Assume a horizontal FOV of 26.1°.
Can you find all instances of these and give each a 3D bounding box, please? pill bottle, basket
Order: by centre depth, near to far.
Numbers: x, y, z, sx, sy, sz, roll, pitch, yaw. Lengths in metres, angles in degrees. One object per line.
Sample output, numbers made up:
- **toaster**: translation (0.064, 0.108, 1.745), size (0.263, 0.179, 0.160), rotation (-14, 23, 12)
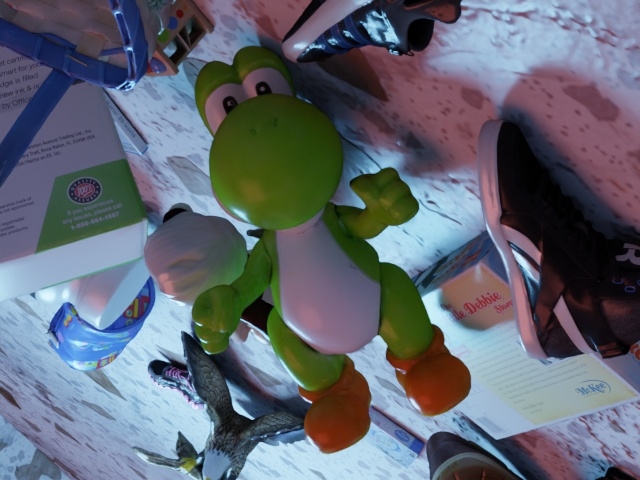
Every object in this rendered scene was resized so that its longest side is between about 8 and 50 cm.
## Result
- **basket**: translation (-0.228, -0.201, 0.999), size (0.201, 0.289, 0.255), rotation (25, 157, 27)
- **pill bottle**: translation (-0.349, -0.020, 1.735), size (0.278, 0.162, 0.162), rotation (35, 159, 6)

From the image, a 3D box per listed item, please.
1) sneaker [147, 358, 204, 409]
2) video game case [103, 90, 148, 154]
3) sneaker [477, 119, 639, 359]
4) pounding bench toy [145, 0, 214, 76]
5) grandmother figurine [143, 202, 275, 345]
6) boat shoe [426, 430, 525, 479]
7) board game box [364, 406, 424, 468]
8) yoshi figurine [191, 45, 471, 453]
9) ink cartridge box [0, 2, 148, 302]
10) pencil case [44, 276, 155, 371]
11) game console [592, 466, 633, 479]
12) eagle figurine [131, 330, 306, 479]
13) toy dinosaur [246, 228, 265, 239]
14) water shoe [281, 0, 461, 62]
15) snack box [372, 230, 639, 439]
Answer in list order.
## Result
- **sneaker**: translation (-0.223, 0.220, 2.213), size (0.119, 0.047, 0.057), rotation (30, 143, 8)
- **video game case**: translation (-0.273, -0.162, 1.528), size (0.119, 0.015, 0.166), rotation (14, 150, 45)
- **sneaker**: translation (0.201, -0.005, 1.070), size (0.121, 0.079, 0.217), rotation (-5, 123, 24)
- **pounding bench toy**: translation (-0.150, -0.191, 1.210), size (0.052, 0.065, 0.083), rotation (6, 143, 52)
- **grandmother figurine**: translation (-0.094, 0.043, 1.391), size (0.208, 0.104, 0.342), rotation (35, 178, 15)
- **boat shoe**: translation (0.243, 0.351, 1.697), size (0.342, 0.123, 0.123), rotation (42, -172, -27)
- **board game box**: translation (0.090, 0.263, 1.842), size (0.090, 0.020, 0.090), rotation (34, 159, 6)
- **yoshi figurine**: translation (-0.008, 0.012, 1.191), size (0.203, 0.203, 0.362), rotation (-4, 117, 50)
- **ink cartridge box**: translation (-0.298, -0.093, 1.303), size (0.115, 0.198, 0.273), rotation (109, 142, -69)
- **pencil case**: translation (-0.325, 0.106, 2.006), size (0.306, 0.133, 0.119), rotation (135, 123, -68)
- **game console**: translation (0.310, 0.303, 1.518), size (0.107, 0.071, 0.122), rotation (30, 158, 16)
- **eagle figurine**: translation (-0.129, 0.278, 2.046), size (0.226, 0.225, 0.298), rotation (3, 134, -24)
- **toy dinosaur**: translation (0.001, 0.036, 1.493), size (0.183, 0.053, 0.092), rotation (44, 174, 0)
- **water shoe**: translation (0.037, -0.156, 0.989), size (0.080, 0.073, 0.203), rotation (39, 159, -12)
- **snack box**: translation (0.173, 0.094, 1.310), size (0.187, 0.060, 0.322), rotation (39, 158, -4)
